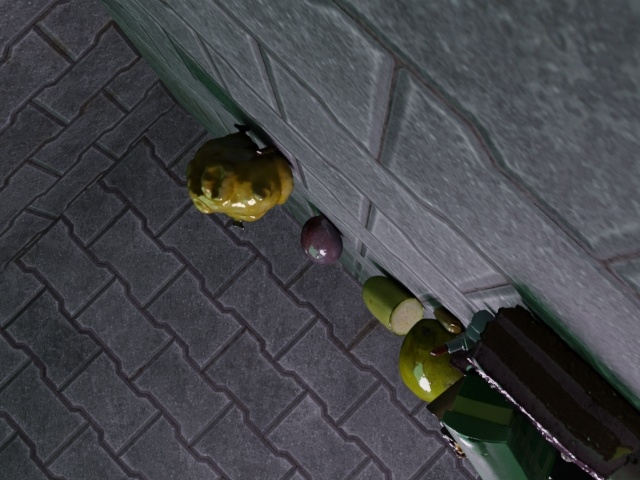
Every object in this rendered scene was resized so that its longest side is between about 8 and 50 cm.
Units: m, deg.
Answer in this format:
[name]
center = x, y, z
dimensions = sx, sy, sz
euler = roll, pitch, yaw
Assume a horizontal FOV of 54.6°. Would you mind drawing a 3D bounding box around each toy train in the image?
[toy train]
center = 0.320, 0.300, 1.035
dimensions = 0.120, 0.202, 0.301
euler = 7, 145, 40

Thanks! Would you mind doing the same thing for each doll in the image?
[doll]
center = 0.482, 0.362, 1.023
dimensions = 0.149, 0.095, 0.192
euler = 37, 172, 21

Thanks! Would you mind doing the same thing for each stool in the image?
[stool]
center = 0.370, 0.361, 1.328
dimensions = 0.272, 0.178, 0.272
euler = 33, -179, -1

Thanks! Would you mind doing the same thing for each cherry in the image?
[cherry]
center = 0.001, 0.001, 2.152
dimensions = 0.176, 0.140, 0.176
euler = 60, 178, 4

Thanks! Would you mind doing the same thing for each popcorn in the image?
[popcorn]
center = -0.223, -0.168, 1.758
dimensions = 0.297, 0.281, 0.316
euler = 8, -161, 0

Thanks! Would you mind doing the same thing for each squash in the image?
[squash]
center = 0.212, 0.193, 1.980
dimensions = 0.132, 0.132, 0.247
euler = 47, 176, -32

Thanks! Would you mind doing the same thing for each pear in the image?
[pear]
center = 0.309, 0.319, 1.645
dimensions = 0.212, 0.212, 0.269
euler = 42, 159, 45

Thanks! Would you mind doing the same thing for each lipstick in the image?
[lipstick]
center = 0.288, 0.214, 1.292
dimensions = 0.030, 0.129, 0.030
euler = -145, 37, -76

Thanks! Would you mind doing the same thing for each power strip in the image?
[power strip]
center = 0.336, 0.192, 1.165
dimensions = 0.137, 0.044, 0.216
euler = 44, 177, 15

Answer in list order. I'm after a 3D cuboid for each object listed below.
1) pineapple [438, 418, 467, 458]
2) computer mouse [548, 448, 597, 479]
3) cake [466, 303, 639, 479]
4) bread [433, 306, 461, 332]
[pineapple]
center = 0.499, 0.505, 1.823
dimensions = 0.262, 0.262, 0.271
euler = 44, -165, 20
[computer mouse]
center = 0.585, 0.522, 1.339
dimensions = 0.269, 0.137, 0.086
euler = 44, 168, -2
[cake]
center = 0.340, 0.218, 0.875
dimensions = 0.295, 0.116, 0.113
euler = 43, 173, -7
[bread]
center = 0.320, 0.199, 1.557
dimensions = 0.049, 0.034, 0.088
euler = 29, -168, -40
